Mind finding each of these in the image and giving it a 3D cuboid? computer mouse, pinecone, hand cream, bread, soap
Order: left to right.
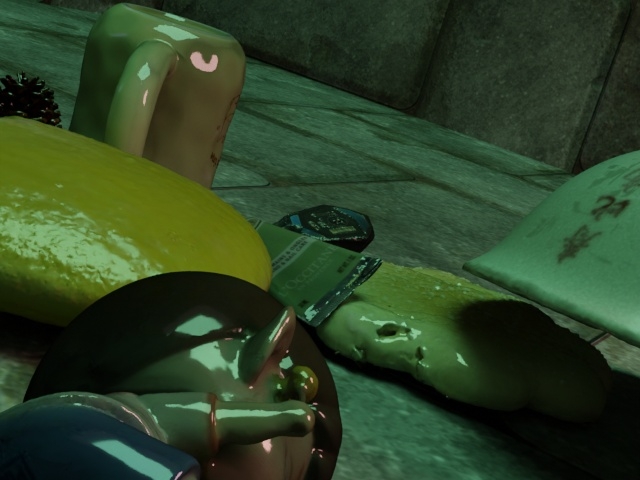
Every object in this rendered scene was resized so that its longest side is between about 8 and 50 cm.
[{"bbox_3d":[-0.242,-0.031,0.777,0.428,0.115,0.306,18,10,3],"label":"soap"},{"bbox_3d":[-0.310,-0.118,1.051,0.102,0.109,0.102,15,-10,3],"label":"pinecone"},{"bbox_3d":[-0.055,0.011,0.901,0.235,0.055,0.086,20,55,44],"label":"hand cream"},{"bbox_3d":[0.000,0.000,1.094,0.135,0.047,0.079,-9,33,-37],"label":"computer mouse"},{"bbox_3d":[0.122,0.079,0.918,0.316,0.054,0.316,16,12,-3],"label":"bread"}]

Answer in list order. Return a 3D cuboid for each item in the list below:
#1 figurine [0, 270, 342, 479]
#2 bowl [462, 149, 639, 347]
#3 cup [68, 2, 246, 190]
[{"bbox_3d":[-0.061,0.101,0.435,0.158,0.161,0.275,57,13,-10],"label":"figurine"},{"bbox_3d":[0.353,0.026,0.816,0.435,0.196,0.435,25,1,-1],"label":"bowl"},{"bbox_3d":[-0.198,-0.139,1.069,0.173,0.202,0.255,22,15,19],"label":"cup"}]
